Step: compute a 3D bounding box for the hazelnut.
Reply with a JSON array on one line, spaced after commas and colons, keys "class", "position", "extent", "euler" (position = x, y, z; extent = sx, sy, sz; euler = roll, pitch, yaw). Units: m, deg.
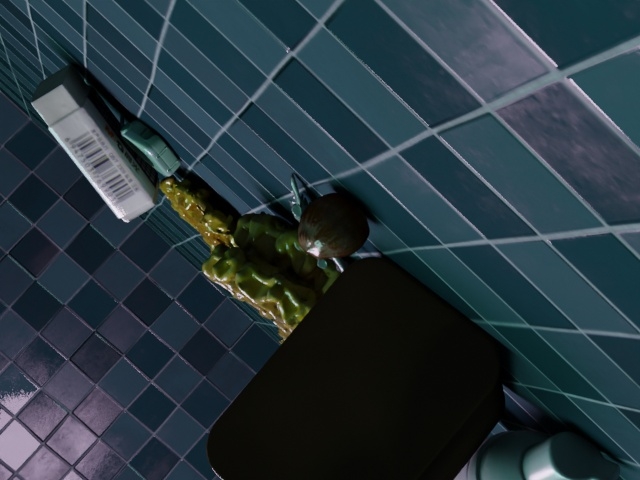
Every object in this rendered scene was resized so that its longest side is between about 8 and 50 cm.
[{"class": "hazelnut", "position": [0.014, -0.013, 1.280], "extent": [0.086, 0.086, 0.086], "euler": [40, 170, 8]}]

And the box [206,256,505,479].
[{"class": "box", "position": [0.064, 0.236, 1.433], "extent": [0.239, 0.339, 0.229], "euler": [37, 172, 25]}]

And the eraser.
[{"class": "eraser", "position": [-0.401, -0.176, 2.002], "extent": [0.279, 0.081, 0.124], "euler": [55, -168, -25]}]

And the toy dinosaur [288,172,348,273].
[{"class": "toy dinosaur", "position": [0.002, -0.001, 1.440], "extent": [0.082, 0.039, 0.208], "euler": [-116, 1, -66]}]

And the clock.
[{"class": "clock", "position": [-0.315, -0.176, 1.979], "extent": [0.135, 0.041, 0.101], "euler": [38, 170, 30]}]

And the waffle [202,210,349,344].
[{"class": "waffle", "position": [-0.014, 0.098, 1.686], "extent": [0.261, 0.151, 0.324], "euler": [24, 164, 47]}]

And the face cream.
[{"class": "face cream", "position": [0.259, 0.334, 1.515], "extent": [0.145, 0.145, 0.369], "euler": [42, 144, 0]}]

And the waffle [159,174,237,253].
[{"class": "waffle", "position": [-0.182, -0.009, 2.120], "extent": [0.325, 0.068, 0.302], "euler": [43, 171, -20]}]
